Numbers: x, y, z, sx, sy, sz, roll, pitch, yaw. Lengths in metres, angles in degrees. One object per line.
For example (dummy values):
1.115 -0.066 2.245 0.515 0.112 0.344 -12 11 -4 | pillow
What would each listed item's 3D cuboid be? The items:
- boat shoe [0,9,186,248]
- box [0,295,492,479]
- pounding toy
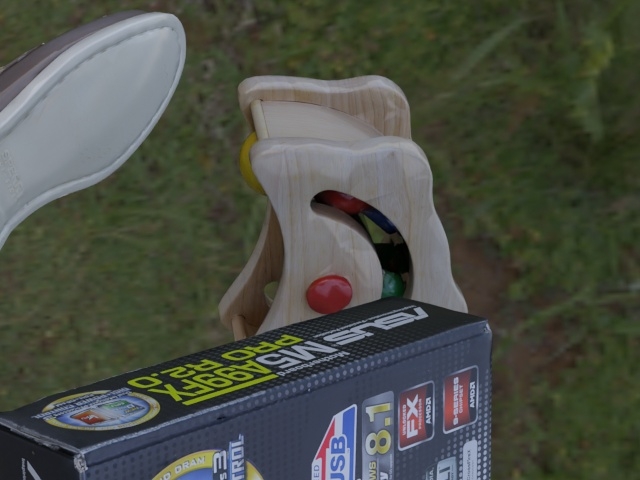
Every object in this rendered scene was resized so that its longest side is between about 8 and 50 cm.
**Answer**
-0.223 -0.070 1.285 0.324 0.096 0.117 -46 143 -33 | boat shoe
-0.023 0.175 0.739 0.216 0.060 0.270 -14 109 -43 | box
0.000 0.000 1.170 0.155 0.154 0.269 -104 178 -50 | pounding toy
